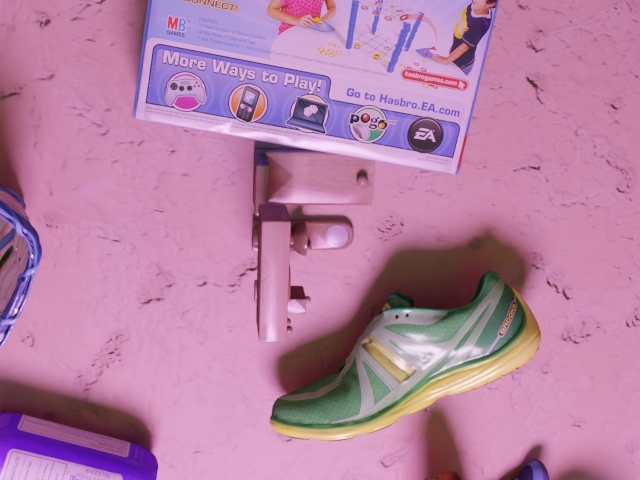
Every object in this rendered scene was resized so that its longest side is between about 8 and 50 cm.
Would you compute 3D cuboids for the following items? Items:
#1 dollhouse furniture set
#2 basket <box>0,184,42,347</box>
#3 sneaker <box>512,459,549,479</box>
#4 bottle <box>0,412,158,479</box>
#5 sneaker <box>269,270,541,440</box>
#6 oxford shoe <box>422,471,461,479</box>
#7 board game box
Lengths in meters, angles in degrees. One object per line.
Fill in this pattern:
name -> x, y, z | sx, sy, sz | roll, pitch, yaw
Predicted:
dollhouse furniture set -> 0.000, 0.000, 0.783 | 0.123, 0.151, 0.144 | 0, 109, -8
basket -> -0.352, 0.038, 0.675 | 0.201, 0.289, 0.255 | 34, 101, -16
sneaker -> 0.215, 0.316, 0.960 | 0.059, 0.053, 0.144 | 26, 101, -12
bottle -> -0.316, 0.239, 0.845 | 0.282, 0.092, 0.118 | 18, 103, -12
sneaker -> 0.079, 0.122, 0.870 | 0.295, 0.109, 0.124 | -24, 85, 2
oxford shoe -> 0.108, 0.409, 0.928 | 0.130, 0.123, 0.349 | 5, 112, 18
board game box -> 0.006, -0.237, 0.745 | 0.308, 0.086, 0.302 | 9, 105, -10
